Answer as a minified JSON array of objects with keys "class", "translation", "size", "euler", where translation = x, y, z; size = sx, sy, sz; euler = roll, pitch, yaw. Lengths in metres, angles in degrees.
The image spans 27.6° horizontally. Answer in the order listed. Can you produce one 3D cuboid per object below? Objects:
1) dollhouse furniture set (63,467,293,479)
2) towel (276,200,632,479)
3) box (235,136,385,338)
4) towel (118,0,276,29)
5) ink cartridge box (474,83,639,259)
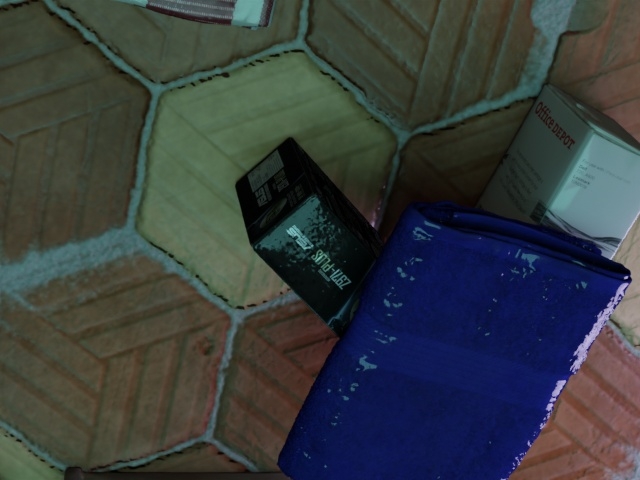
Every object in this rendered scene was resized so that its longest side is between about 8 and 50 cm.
[{"class":"dollhouse furniture set","translation":[-0.133,0.396,1.271],"size":[0.257,0.394,0.362],"euler":[1,112,-7]},{"class":"towel","translation":[0.114,0.112,1.186],"size":[0.228,0.076,0.308],"euler":[17,116,-19]},{"class":"box","translation":[0.000,0.000,1.242],"size":[0.077,0.180,0.147],"euler":[-40,112,8]},{"class":"towel","translation":[-0.180,-0.332,1.164],"size":[0.329,0.037,0.237],"euler":[10,108,-13]},{"class":"ink cartridge box","translation":[0.223,-0.023,1.273],"size":[0.093,0.160,0.219],"euler":[24,108,-16]}]
